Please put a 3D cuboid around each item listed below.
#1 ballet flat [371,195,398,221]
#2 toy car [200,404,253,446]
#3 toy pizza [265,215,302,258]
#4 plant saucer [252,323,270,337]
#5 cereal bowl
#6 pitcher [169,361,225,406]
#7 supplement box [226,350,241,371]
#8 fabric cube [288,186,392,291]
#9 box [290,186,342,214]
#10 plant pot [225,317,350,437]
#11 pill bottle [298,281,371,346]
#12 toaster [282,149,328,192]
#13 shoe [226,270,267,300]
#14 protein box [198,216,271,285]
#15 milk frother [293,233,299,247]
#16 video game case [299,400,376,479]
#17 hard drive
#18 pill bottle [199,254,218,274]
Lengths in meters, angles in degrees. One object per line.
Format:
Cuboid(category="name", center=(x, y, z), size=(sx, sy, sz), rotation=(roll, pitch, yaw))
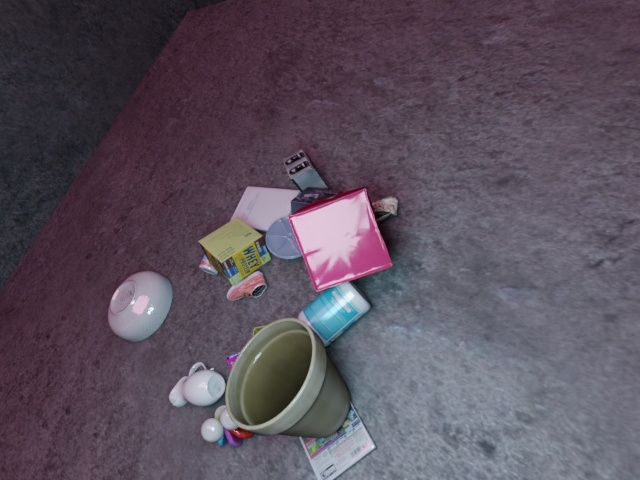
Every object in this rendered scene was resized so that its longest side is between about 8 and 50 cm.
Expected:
Cuboid(category="ballet flat", center=(0.177, -0.099, 1.563), size=(0.241, 0.091, 0.077), rotation=(-17, 77, 27))
Cuboid(category="toy car", center=(-0.292, 0.614, 1.395), size=(0.182, 0.159, 0.136), rotation=(-35, 86, 9))
Cuboid(category="toy pizza", center=(-0.121, -0.011, 1.698), size=(0.202, 0.032, 0.201), rotation=(-2, 60, 4))
Cuboid(category="plant saucer", center=(-0.157, 0.390, 1.493), size=(0.189, 0.045, 0.188), rotation=(-16, 55, 23))
Cuboid(category="cereal bowl", center=(-0.857, 0.286, 1.934), size=(0.339, 0.141, 0.338), rotation=(-16, 55, 24))
Cuboid(category="pitcher", center=(-0.442, 0.524, 1.552), size=(0.207, 0.125, 0.177), rotation=(-20, 38, 35))
Cuboid(category="supplement box", center=(-0.204, 0.462, 1.383), size=(0.111, 0.114, 0.219), rotation=(-28, 77, 20))
Cuboid(category="fabric cube", center=(0.067, -0.017, 1.369), size=(0.255, 0.258, 0.258), rotation=(-18, 96, 8))
Cuboid(category="box", center=(-0.011, -0.132, 1.623), size=(0.156, 0.093, 0.158), rotation=(9, 31, 21))
Cuboid(category="plant pot", center=(-0.065, 0.434, 1.230), size=(0.324, 0.280, 0.322), rotation=(-27, 38, 24))
Cuboid(category="pill bottle", center=(0.027, 0.251, 1.395), size=(0.264, 0.146, 0.146), rotation=(-41, 49, 3))
Cuboid(category="toaster", center=(-0.060, -0.266, 1.758), size=(0.110, 0.185, 0.168), rotation=(-32, 42, 9))
Cuboid(category="shoe", center=(-0.296, 0.202, 1.682), size=(0.178, 0.063, 0.081), rotation=(-35, 44, 3))
Cuboid(category="protein box", center=(-0.352, 0.040, 1.728), size=(0.200, 0.135, 0.201), rotation=(-36, 45, -23))
Cuboid(category="milk frother", center=(0.000, 0.000, 1.567), size=(0.143, 0.135, 0.129), rotation=(-16, 86, 37))
Cuboid(category="video game case", center=(0.043, 0.595, 1.259), size=(0.201, 0.023, 0.183), rotation=(-40, 49, 6))
Cuboid(category="hard drive", center=(-0.247, -0.139, 1.875), size=(0.319, 0.040, 0.210), rotation=(10, 68, 36))
Cuboid(category="pill bottle", center=(-0.468, 0.064, 1.858), size=(0.087, 0.087, 0.160), rotation=(4, 65, 34))
